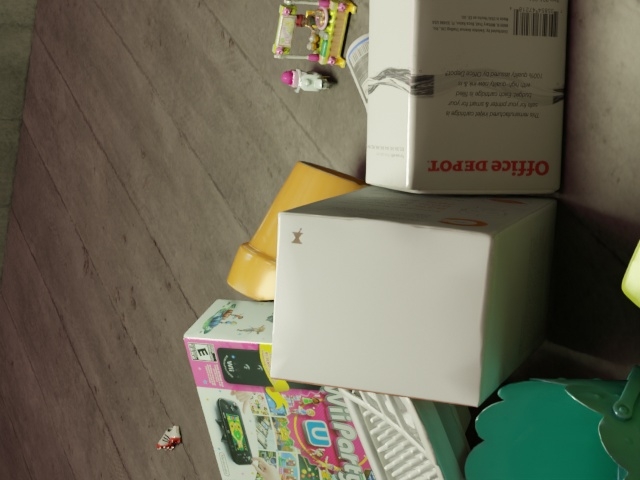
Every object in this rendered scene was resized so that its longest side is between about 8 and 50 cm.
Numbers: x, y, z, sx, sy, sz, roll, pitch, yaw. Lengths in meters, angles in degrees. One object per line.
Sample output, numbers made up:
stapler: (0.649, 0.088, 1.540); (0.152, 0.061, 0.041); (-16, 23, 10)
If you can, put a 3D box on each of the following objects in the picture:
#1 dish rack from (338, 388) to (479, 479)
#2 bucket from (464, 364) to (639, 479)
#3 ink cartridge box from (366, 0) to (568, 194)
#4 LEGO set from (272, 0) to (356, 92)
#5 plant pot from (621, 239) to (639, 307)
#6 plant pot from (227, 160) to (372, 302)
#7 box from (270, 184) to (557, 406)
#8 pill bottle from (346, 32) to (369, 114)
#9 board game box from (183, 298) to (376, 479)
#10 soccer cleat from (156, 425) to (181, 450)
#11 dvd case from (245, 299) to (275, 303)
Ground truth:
dish rack: (0.123, 0.256, 1.716); (0.333, 0.072, 0.285); (69, 165, -16)
bucket: (0.282, 0.256, 1.495); (0.281, 0.183, 0.281); (179, 90, -64)
ink cartridge box: (0.161, -0.190, 1.708); (0.115, 0.198, 0.273); (-167, 77, -64)
LEGO set: (-0.025, -0.353, 2.200); (0.132, 0.107, 0.287); (-169, 79, -64)
plant pot: (0.406, 0.004, 1.184); (0.207, 0.227, 0.228); (52, 136, 42)
plant pot: (0.000, 0.000, 2.091); (0.205, 0.205, 0.188); (28, 101, 62)
box: (0.108, 0.043, 1.612); (0.345, 0.215, 0.168); (-19, -66, -70)
pill bottle: (0.088, -0.198, 2.004); (0.078, 0.078, 0.137); (117, 142, -46)
board game box: (0.000, 0.198, 1.937); (0.303, 0.097, 0.224); (1, 118, 29)
soccer cleat: (-0.281, 0.367, 2.875); (0.083, 0.029, 0.035); (-37, 49, 56)
dvd case: (-0.016, 0.183, 2.021); (0.179, 0.029, 0.238); (-5, 118, 32)
